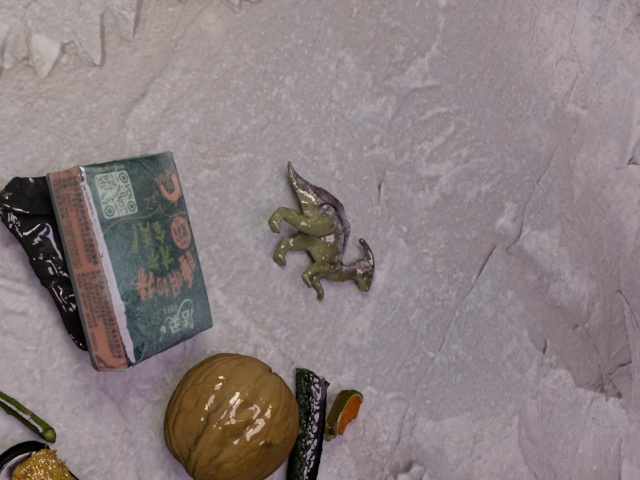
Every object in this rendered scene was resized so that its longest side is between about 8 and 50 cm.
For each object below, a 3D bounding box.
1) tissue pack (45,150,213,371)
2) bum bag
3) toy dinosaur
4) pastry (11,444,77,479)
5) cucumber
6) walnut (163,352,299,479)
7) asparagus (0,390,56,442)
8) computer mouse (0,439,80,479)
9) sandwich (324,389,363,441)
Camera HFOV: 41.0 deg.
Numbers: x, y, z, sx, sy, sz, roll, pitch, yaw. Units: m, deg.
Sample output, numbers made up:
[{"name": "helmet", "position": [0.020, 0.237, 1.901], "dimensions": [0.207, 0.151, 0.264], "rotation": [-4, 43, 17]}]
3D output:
[{"name": "tissue pack", "position": [-0.294, 0.025, 1.362], "dimensions": [0.228, 0.103, 0.315], "rotation": [-21, 100, -58]}, {"name": "bum bag", "position": [-0.397, 0.030, 1.366], "dimensions": [0.137, 0.074, 0.310], "rotation": [-42, 116, -40]}, {"name": "toy dinosaur", "position": [-0.004, 0.001, 1.597], "dimensions": [0.162, 0.077, 0.294], "rotation": [-47, 125, -27]}, {"name": "pastry", "position": [-0.391, 0.376, 1.274], "dimensions": [0.140, 0.056, 0.080], "rotation": [52, 48, -1]}, {"name": "cucumber", "position": [-0.023, 0.360, 1.585], "dimensions": [0.067, 0.067, 0.245], "rotation": [7, 88, -30]}, {"name": "walnut", "position": [-0.149, 0.304, 1.435], "dimensions": [0.228, 0.228, 0.227], "rotation": [1, 89, -30]}, {"name": "asparagus", "position": [-0.501, 0.249, 1.328], "dimensions": [0.236, 0.027, 0.034], "rotation": [40, 60, -24]}, {"name": "computer mouse", "position": [-0.422, 0.419, 1.332], "dimensions": [0.137, 0.096, 0.233], "rotation": [-40, 97, -34]}, {"name": "sandwich", "position": [0.044, 0.320, 1.615], "dimensions": [0.135, 0.029, 0.067], "rotation": [-42, 136, -55]}]
